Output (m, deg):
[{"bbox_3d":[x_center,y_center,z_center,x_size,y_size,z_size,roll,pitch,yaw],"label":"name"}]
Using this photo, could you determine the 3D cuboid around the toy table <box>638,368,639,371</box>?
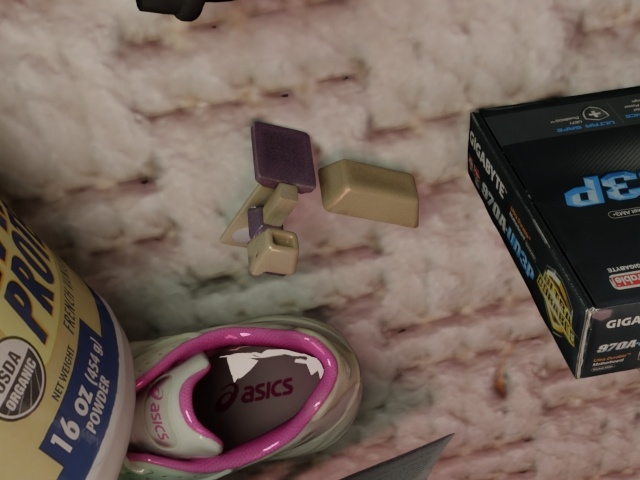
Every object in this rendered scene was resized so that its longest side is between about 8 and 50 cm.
[{"bbox_3d":[0.370,0.130,0.630,0.160,0.252,0.274,-25,122,-13],"label":"toy table"}]

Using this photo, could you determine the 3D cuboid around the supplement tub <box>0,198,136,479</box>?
[{"bbox_3d":[-0.253,0.029,0.381,0.228,0.228,0.316,-26,132,9],"label":"supplement tub"}]

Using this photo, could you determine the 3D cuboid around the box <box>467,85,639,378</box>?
[{"bbox_3d":[0.210,-0.021,0.487,0.220,0.175,0.051,-8,131,-5],"label":"box"}]

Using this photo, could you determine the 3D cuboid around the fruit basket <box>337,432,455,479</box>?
[{"bbox_3d":[-0.080,0.247,0.565,0.327,0.165,0.353,-29,171,19],"label":"fruit basket"}]

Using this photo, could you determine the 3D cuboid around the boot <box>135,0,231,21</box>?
[{"bbox_3d":[0.083,-0.211,0.320,0.260,0.131,0.348,11,126,-22],"label":"boot"}]

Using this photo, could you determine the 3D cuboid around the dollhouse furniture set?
[{"bbox_3d":[0.000,0.000,0.527,0.114,0.091,0.081,10,143,-25],"label":"dollhouse furniture set"}]

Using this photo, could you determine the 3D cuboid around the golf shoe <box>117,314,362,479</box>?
[{"bbox_3d":[-0.121,0.105,0.532,0.306,0.115,0.140,-17,170,-6],"label":"golf shoe"}]
